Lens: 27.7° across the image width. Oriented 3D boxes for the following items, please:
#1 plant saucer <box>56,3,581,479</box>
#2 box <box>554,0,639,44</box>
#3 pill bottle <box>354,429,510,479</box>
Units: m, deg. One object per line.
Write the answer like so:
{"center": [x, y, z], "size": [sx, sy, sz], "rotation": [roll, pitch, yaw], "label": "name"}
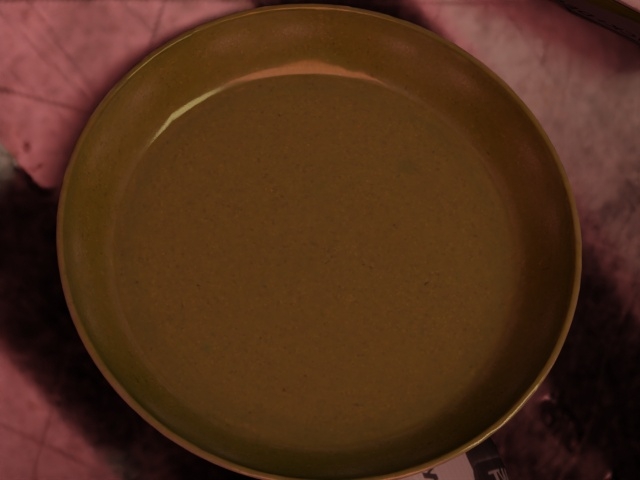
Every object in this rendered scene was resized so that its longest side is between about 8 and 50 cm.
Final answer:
{"center": [0.000, 0.000, 0.608], "size": [0.241, 0.037, 0.241], "rotation": [2, 67, -5], "label": "plant saucer"}
{"center": [0.194, -0.245, 0.635], "size": [0.169, 0.087, 0.290], "rotation": [24, 95, -19], "label": "box"}
{"center": [0.048, 0.174, 0.626], "size": [0.130, 0.130, 0.245], "rotation": [-21, 75, -10], "label": "pill bottle"}
